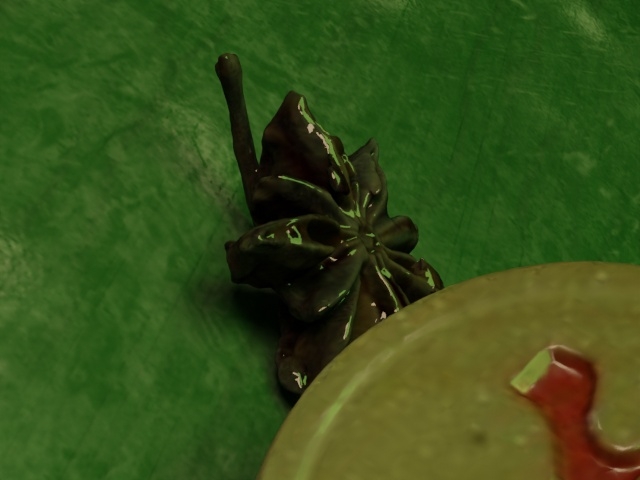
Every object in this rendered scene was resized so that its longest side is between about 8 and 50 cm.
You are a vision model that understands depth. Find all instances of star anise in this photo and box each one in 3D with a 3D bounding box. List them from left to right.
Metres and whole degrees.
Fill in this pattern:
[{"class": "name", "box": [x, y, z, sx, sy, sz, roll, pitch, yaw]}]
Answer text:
[{"class": "star anise", "box": [0.000, -0.001, 0.863, 0.209, 0.089, 0.231, 15, 48, -54]}]

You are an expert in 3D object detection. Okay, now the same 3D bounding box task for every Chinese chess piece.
[{"class": "Chinese chess piece", "box": [0.128, 0.164, 0.637, 0.338, 0.140, 0.338, -5, 44, 5]}]
